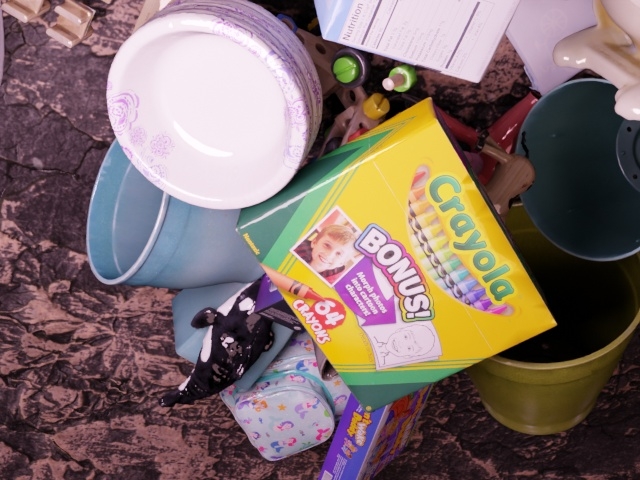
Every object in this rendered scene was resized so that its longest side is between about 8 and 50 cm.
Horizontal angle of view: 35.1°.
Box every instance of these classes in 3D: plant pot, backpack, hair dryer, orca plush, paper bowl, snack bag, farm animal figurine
[{"bbox_3d":[-0.130,0.115,1.840,0.166,0.165,0.234,34,111,-28],"label":"plant pot"},{"bbox_3d":[0.402,0.176,1.870,0.367,0.366,0.353,-12,139,1],"label":"plant pot"},{"bbox_3d":[-0.054,0.291,1.972,0.254,0.191,0.225,-24,126,3],"label":"backpack"},{"bbox_3d":[0.250,-0.173,1.725,0.294,0.080,0.223,-20,128,7],"label":"hair dryer"},{"bbox_3d":[0.510,-0.133,1.668,0.235,0.293,0.293,-16,137,-41],"label":"plant pot"},{"bbox_3d":[-0.168,0.201,1.729,0.287,0.102,0.151,-40,121,10],"label":"orca plush"},{"bbox_3d":[-0.136,-0.196,1.390,0.284,0.148,0.284,7,123,11],"label":"paper bowl"},{"bbox_3d":[-0.209,-0.037,1.662,0.255,0.271,0.271,15,124,-35],"label":"plant pot"},{"bbox_3d":[0.422,-0.424,1.591,0.343,0.037,0.323,-31,125,15],"label":"snack bag"},{"bbox_3d":[0.211,0.012,1.646,0.172,0.326,0.330,38,144,-6],"label":"farm animal figurine"}]

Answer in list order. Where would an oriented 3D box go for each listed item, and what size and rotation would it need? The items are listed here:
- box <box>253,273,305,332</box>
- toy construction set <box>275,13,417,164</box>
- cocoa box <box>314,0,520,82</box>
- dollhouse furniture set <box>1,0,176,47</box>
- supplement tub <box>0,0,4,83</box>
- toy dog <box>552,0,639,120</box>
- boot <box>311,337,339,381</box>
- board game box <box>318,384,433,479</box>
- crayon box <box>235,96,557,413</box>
[{"bbox_3d":[0.000,0.000,1.672,0.103,0.261,0.184,27,150,-26],"label":"box"},{"bbox_3d":[0.013,-0.206,1.560,0.257,0.237,0.308,34,125,15],"label":"toy construction set"},{"bbox_3d":[0.122,-0.411,1.360,0.228,0.347,0.231,12,125,-16],"label":"cocoa box"},{"bbox_3d":[-0.299,-0.392,1.475,0.242,0.161,0.212,30,119,-2],"label":"dollhouse furniture set"},{"bbox_3d":[-0.627,-0.303,1.401,0.332,0.241,0.241,-2,127,-7],"label":"supplement tub"},{"bbox_3d":[0.502,-0.426,1.407,0.396,0.284,0.407,-15,126,2],"label":"toy dog"},{"bbox_3d":[0.020,0.120,1.830,0.076,0.208,0.189,8,125,-15],"label":"boot"},{"bbox_3d":[0.132,0.320,1.991,0.078,0.233,0.347,33,127,22],"label":"board game box"},{"bbox_3d":[0.111,0.032,1.442,0.313,0.106,0.362,-28,113,16],"label":"crayon box"}]
